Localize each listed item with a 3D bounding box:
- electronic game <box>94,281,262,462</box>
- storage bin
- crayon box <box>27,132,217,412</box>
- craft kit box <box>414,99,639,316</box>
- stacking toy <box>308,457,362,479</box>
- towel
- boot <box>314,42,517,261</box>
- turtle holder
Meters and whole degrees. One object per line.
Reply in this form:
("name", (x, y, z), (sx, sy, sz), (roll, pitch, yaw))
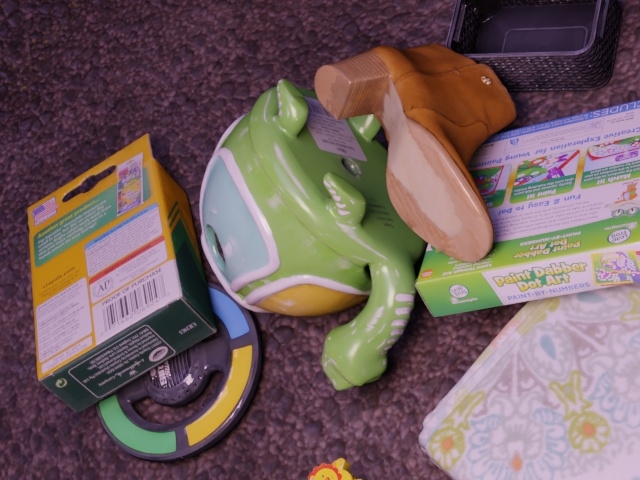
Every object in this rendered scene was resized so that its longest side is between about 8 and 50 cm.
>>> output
("electronic game", (-0.174, 0.155, 1.596), (0.229, 0.048, 0.229), (-12, 61, 22))
("storage bin", (0.251, -0.248, 1.557), (0.180, 0.084, 0.122), (3, 67, 28))
("crayon box", (-0.254, 0.033, 1.646), (0.203, 0.083, 0.323), (-30, 41, 11))
("craft kit box", (0.243, -0.038, 1.403), (0.249, 0.061, 0.247), (-12, 33, 29))
("stacking toy", (0.093, 0.317, 1.303), (0.052, 0.167, 0.221), (-46, 55, 0))
("towel", (0.316, 0.181, 1.294), (0.320, 0.090, 0.374), (-49, 51, -8))
("boot", (0.149, -0.113, 1.434), (0.295, 0.211, 0.104), (51, 136, 26))
("turtle holder", (0.003, -0.010, 1.501), (0.320, 0.243, 0.227), (48, 118, 2))
